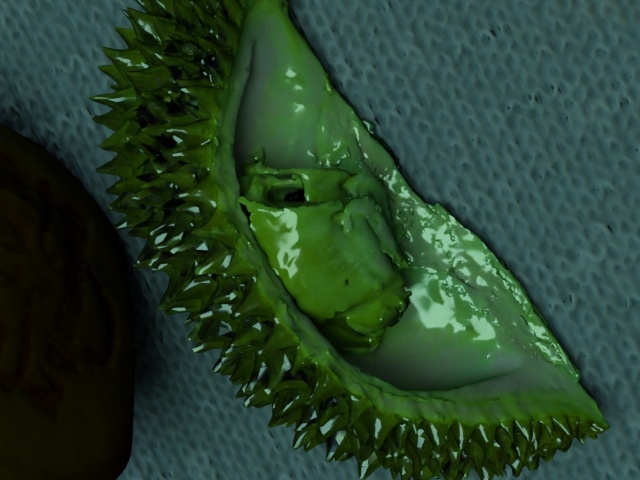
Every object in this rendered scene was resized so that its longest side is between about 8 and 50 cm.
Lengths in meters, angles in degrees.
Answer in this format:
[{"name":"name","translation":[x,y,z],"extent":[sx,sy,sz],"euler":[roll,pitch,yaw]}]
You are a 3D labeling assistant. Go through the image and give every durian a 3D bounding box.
[{"name":"durian","translation":[-0.009,0.001,0.927],"extent":[0.169,0.157,0.355],"euler":[-34,91,-14]}]

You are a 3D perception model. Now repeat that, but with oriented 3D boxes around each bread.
[{"name":"bread","translation":[-0.215,0.039,0.902],"extent":[0.148,0.270,0.270],"euler":[-37,89,30]}]
